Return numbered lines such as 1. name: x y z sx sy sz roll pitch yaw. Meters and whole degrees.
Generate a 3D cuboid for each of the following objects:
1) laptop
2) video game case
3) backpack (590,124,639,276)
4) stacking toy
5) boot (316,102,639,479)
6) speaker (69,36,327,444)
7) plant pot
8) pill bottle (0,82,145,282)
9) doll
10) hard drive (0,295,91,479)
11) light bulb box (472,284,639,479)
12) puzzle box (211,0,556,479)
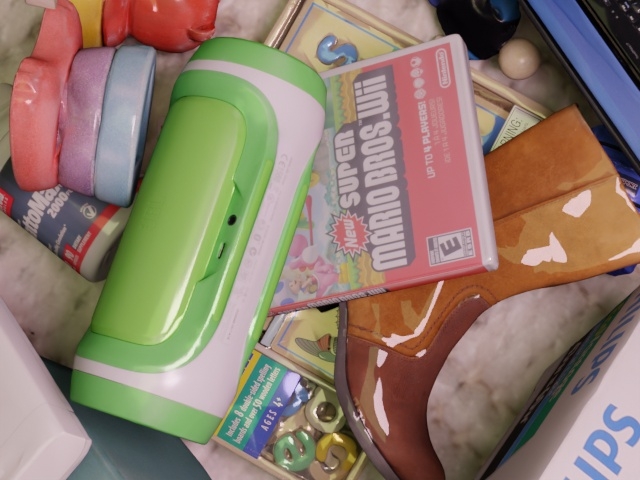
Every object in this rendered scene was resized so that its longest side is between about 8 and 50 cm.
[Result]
1. laptop: 0.301 -0.193 0.938 0.264 0.136 0.234 -32 83 -5
2. video game case: -0.005 -0.044 0.922 0.285 0.025 0.204 -13 67 20
3. backpack: 0.255 -0.039 0.969 0.098 0.101 0.120 25 85 -2
4. stacking toy: -0.149 -0.196 0.890 0.130 0.279 0.309 9 50 -6
5. boot: 0.142 0.056 0.918 0.281 0.096 0.264 -22 72 9
6. speaker: -0.090 -0.001 0.857 0.131 0.131 0.296 17 78 5
7. plant pot: -0.178 0.231 0.897 0.234 0.165 0.165 31 89 43
8. pill bottle: -0.239 -0.056 1.002 0.180 0.108 0.108 38 90 6
9. doll: 0.132 -0.221 0.990 0.046 0.129 0.189 -25 76 -36
10. hard drive: -0.346 0.134 0.927 0.233 0.047 0.353 -49 51 5
11. light bulb box: 0.280 0.267 0.803 0.361 0.225 0.358 40 51 6
12. puzzle box: 0.000 0.000 1.009 0.272 0.052 0.408 29 89 6
